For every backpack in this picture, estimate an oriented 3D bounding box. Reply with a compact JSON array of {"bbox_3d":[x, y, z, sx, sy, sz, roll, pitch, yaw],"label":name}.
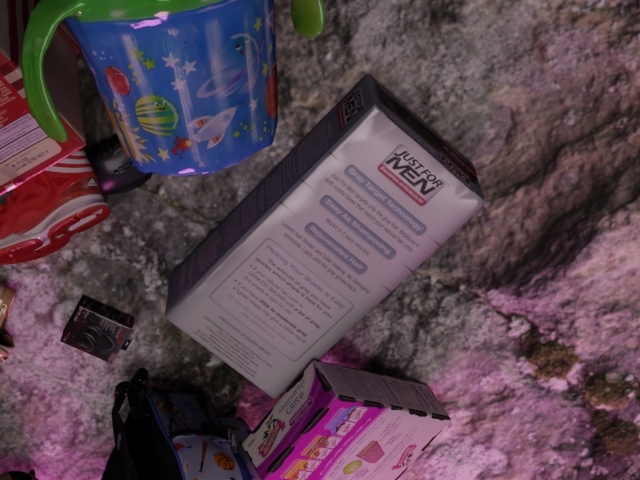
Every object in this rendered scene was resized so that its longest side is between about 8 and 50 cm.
[{"bbox_3d":[-0.178,0.351,1.721,0.213,0.263,0.276,6,118,-23],"label":"backpack"}]

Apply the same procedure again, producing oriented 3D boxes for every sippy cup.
[{"bbox_3d":[-0.143,-0.195,1.381,0.306,0.240,0.224,-9,117,2],"label":"sippy cup"}]

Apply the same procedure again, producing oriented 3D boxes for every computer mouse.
[{"bbox_3d":[-0.185,-0.114,1.607,0.242,0.041,0.071,-23,115,9],"label":"computer mouse"}]

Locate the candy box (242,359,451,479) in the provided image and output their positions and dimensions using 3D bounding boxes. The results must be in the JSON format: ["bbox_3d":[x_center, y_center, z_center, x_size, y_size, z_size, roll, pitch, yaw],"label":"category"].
[{"bbox_3d":[0.036,0.247,1.725,0.233,0.071,0.159,19,119,-44],"label":"candy box"}]

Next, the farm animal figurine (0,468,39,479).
[{"bbox_3d":[-0.408,0.405,1.706,0.330,0.326,0.172,16,114,-12],"label":"farm animal figurine"}]

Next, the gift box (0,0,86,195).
[{"bbox_3d":[-0.410,-0.180,1.453,0.255,0.258,0.276,-25,135,8],"label":"gift box"}]

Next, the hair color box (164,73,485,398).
[{"bbox_3d":[0.000,0.000,1.632,0.185,0.113,0.374,39,110,-20],"label":"hair color box"}]

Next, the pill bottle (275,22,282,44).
[{"bbox_3d":[-0.116,-0.254,1.517,0.137,0.078,0.078,33,111,-17],"label":"pill bottle"}]

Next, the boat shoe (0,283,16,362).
[{"bbox_3d":[-0.423,0.132,1.711,0.059,0.063,0.170,12,115,-1],"label":"boat shoe"}]

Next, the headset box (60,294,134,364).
[{"bbox_3d":[-0.285,0.117,1.726,0.083,0.032,0.062,27,113,-13],"label":"headset box"}]

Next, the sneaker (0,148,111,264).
[{"bbox_3d":[-0.350,-0.054,1.625,0.221,0.087,0.128,-22,77,29],"label":"sneaker"}]
